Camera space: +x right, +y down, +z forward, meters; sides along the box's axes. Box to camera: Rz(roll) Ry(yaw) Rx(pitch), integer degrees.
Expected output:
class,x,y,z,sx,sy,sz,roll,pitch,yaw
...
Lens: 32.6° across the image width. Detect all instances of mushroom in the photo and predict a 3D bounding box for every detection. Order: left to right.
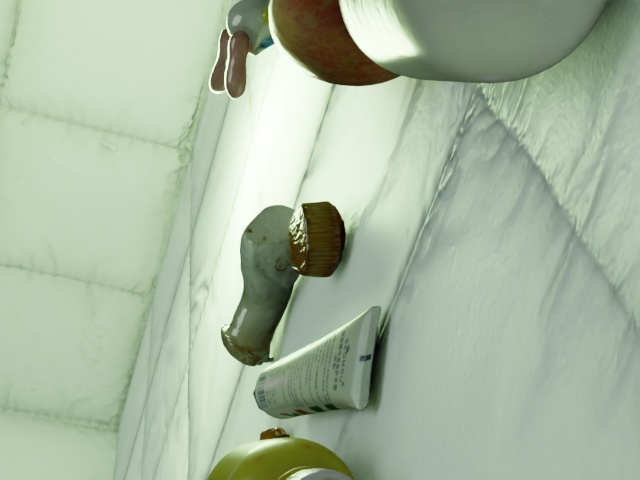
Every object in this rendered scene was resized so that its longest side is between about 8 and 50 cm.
class,x,y,z,sx,sy,sz,roll,pitch,yaw
mushroom,-0.070,0.059,1.350,0.092,0.081,0.223,-62,-8,-54

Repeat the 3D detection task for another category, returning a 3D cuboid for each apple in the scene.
class,x,y,z,sx,sy,sz,roll,pitch,yaw
apple,0.035,-0.241,0.997,0.209,0.164,0.209,-175,90,-87

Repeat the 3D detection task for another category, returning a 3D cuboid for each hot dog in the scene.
class,x,y,z,sx,sy,sz,roll,pitch,yaw
hot dog,-0.050,0.230,1.237,0.083,0.021,0.037,146,114,-68

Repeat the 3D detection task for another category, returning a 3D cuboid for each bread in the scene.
class,x,y,z,sx,sy,sz,roll,pitch,yaw
bread,0.000,0.000,1.162,0.085,0.053,0.085,180,90,-73

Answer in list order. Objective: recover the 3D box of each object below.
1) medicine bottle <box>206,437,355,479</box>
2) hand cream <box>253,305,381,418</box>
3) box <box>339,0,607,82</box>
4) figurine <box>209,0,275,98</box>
class,x,y,z,sx,sy,sz,roll,pitch,yaw
medicine bottle,-0.024,0.223,0.900,0.212,0.122,0.122,144,137,-71
hand cream,-0.003,0.133,1.064,0.276,0.059,0.095,146,136,-65
box,0.117,-0.277,0.714,0.289,0.141,0.349,-143,66,-74
figurine,-0.044,-0.385,1.401,0.154,0.193,0.421,-147,65,-73
